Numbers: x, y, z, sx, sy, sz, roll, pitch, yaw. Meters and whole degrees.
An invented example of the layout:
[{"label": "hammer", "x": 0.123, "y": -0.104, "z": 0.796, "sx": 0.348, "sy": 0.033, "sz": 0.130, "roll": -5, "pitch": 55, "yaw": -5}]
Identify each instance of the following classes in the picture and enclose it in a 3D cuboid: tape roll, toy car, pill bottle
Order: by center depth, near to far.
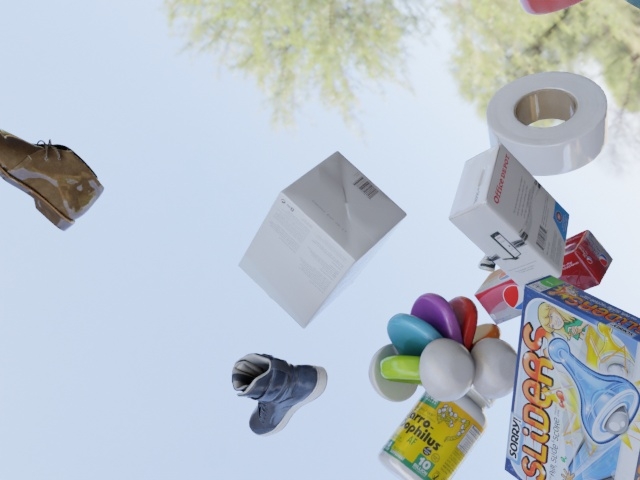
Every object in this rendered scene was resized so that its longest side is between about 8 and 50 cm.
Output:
[{"label": "toy car", "x": 0.155, "y": 0.134, "z": 1.072, "sx": 0.181, "sy": 0.159, "sz": 0.136, "roll": 3, "pitch": -101, "yaw": -30}, {"label": "pill bottle", "x": 0.197, "y": 0.305, "z": 1.368, "sx": 0.117, "sy": 0.208, "sz": 0.117, "roll": 38, "pitch": 168, "yaw": 10}, {"label": "tape roll", "x": 0.543, "y": -0.283, "z": 2.032, "sx": 0.286, "sy": 0.286, "sz": 0.100, "roll": -106, "pitch": -3, "yaw": -45}]

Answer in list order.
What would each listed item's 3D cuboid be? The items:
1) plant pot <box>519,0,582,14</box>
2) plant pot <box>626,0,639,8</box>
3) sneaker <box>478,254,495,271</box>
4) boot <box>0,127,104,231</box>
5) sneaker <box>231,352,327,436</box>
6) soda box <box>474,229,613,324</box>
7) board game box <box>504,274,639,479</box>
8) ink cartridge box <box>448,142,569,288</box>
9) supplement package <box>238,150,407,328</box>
[{"label": "plant pot", "x": 0.456, "y": -0.615, "z": 1.631, "sx": 0.243, "sy": 0.274, "sz": 0.275, "roll": 52, "pitch": -160, "yaw": -24}, {"label": "plant pot", "x": 0.891, "y": -0.606, "z": 1.961, "sx": 0.292, "sy": 0.235, "sz": 0.293, "roll": 22, "pitch": -155, "yaw": -11}, {"label": "sneaker", "x": 0.303, "y": 0.029, "z": 1.509, "sx": 0.031, "sy": 0.037, "sz": 0.083, "roll": 17, "pitch": -158, "yaw": 13}, {"label": "boot", "x": -0.485, "y": -0.142, "z": 1.418, "sx": 0.112, "sy": 0.115, "sz": 0.305, "roll": 54, "pitch": -178, "yaw": 40}, {"label": "sneaker", "x": -0.115, "y": 0.289, "z": 1.587, "sx": 0.163, "sy": 0.226, "sz": 0.086, "roll": 16, "pitch": -137, "yaw": -33}, {"label": "soda box", "x": 0.434, "y": 0.075, "z": 1.665, "sx": 0.083, "sy": 0.263, "sz": 0.092, "roll": 52, "pitch": -134, "yaw": -6}, {"label": "board game box", "x": 0.227, "y": 0.147, "z": 0.728, "sx": 0.035, "sy": 0.201, "sz": 0.136, "roll": -15, "pitch": -153, "yaw": -31}, {"label": "ink cartridge box", "x": 0.323, "y": -0.040, "z": 1.432, "sx": 0.203, "sy": 0.085, "sz": 0.148, "roll": 40, "pitch": -131, "yaw": -22}, {"label": "supplement package", "x": 0.000, "y": 0.000, "z": 1.730, "sx": 0.199, "sy": 0.263, "sz": 0.198, "roll": 43, "pitch": -132, "yaw": 8}]
